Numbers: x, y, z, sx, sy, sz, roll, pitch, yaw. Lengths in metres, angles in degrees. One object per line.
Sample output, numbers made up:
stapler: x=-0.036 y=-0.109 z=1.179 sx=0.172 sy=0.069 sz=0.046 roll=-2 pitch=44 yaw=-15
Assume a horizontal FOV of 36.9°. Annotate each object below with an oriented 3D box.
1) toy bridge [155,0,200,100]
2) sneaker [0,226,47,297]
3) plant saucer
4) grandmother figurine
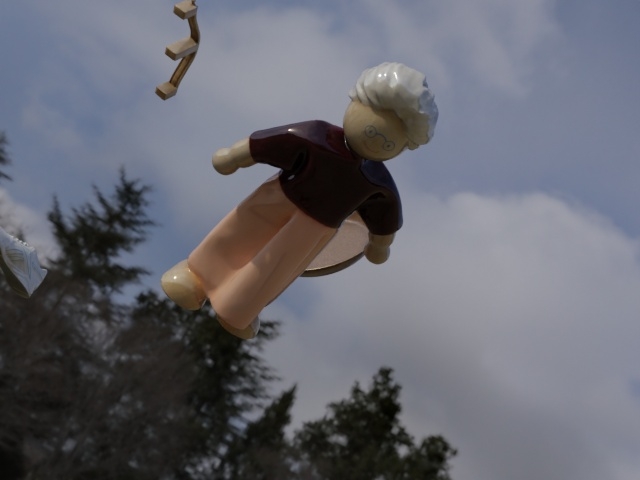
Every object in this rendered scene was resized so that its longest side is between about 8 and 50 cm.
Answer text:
toy bridge: x=-0.227 y=-0.317 z=1.575 sx=0.026 sy=0.063 sz=0.188 roll=39 pitch=-45 yaw=15
sneaker: x=-0.506 y=0.020 z=1.572 sx=0.053 sy=0.061 sz=0.152 roll=4 pitch=-50 yaw=38
plant saucer: x=0.000 y=0.000 z=1.439 sx=0.198 sy=0.198 sz=0.036 roll=12 pitch=-51 yaw=35
grandmother figurine: x=-0.006 y=-0.039 z=0.954 sx=0.208 sy=0.104 sz=0.342 roll=25 pitch=-56 yaw=-28
